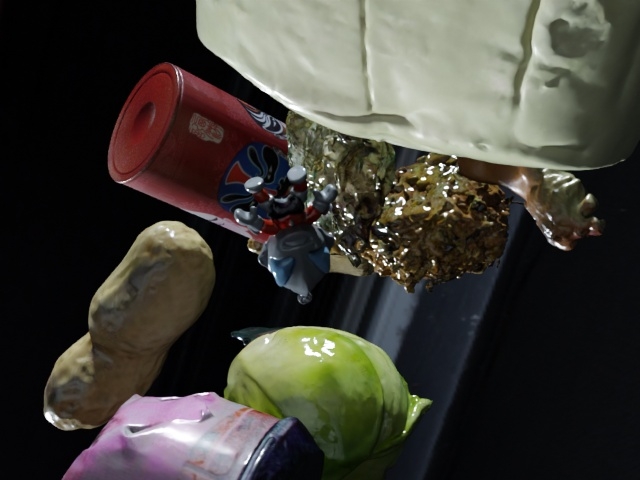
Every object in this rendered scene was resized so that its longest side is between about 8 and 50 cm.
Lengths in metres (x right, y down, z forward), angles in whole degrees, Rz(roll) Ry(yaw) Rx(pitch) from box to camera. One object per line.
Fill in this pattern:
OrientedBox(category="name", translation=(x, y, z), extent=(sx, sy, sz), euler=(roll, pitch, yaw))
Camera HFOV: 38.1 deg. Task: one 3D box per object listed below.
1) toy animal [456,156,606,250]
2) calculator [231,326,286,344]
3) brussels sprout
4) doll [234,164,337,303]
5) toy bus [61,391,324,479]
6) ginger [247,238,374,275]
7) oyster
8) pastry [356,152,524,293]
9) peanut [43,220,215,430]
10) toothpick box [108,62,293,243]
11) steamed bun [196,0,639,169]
OrientedBox(category="toy animal", translation=(0.268, -0.103, 1.261), extent=(0.312, 0.097, 0.158), euler=(34, -63, 42))
OrientedBox(category="calculator", translation=(-0.075, 0.152, 1.460), extent=(0.141, 0.094, 0.019), euler=(4, -80, 39))
OrientedBox(category="brussels sprout", translation=(0.005, 0.258, 1.319), extent=(0.294, 0.227, 0.259), euler=(48, -67, 13))
OrientedBox(category="doll", translation=(-0.015, 0.003, 0.584), extent=(0.039, 0.057, 0.114), euler=(35, -30, 39))
OrientedBox(category="toy bus", translation=(-0.109, 0.248, 0.625), extent=(0.147, 0.127, 0.303), euler=(18, -79, 12))
OrientedBox(category="ginger", translation=(0.000, 0.000, 1.738), extent=(0.221, 0.275, 0.130), euler=(-156, -113, -78))
OrientedBox(category="oyster", translation=(0.029, -0.106, 1.170), extent=(0.198, 0.092, 0.260), euler=(42, -61, 45))
OrientedBox(category="pastry", translation=(0.173, -0.042, 1.459), extent=(0.274, 0.275, 0.193), euler=(12, -58, 40))
OrientedBox(category="peanut", translation=(-0.175, 0.083, 0.850), extent=(0.085, 0.104, 0.228), euler=(39, -76, 27))
OrientedBox(category="toothpick box", translation=(-0.149, -0.126, 1.507), extent=(0.204, 0.333, 0.204), euler=(-31, -132, 41))
OrientedBox(category="steamed bun", translation=(0.122, -0.277, 0.848), extent=(0.455, 0.290, 0.371), euler=(24, -47, 15))
